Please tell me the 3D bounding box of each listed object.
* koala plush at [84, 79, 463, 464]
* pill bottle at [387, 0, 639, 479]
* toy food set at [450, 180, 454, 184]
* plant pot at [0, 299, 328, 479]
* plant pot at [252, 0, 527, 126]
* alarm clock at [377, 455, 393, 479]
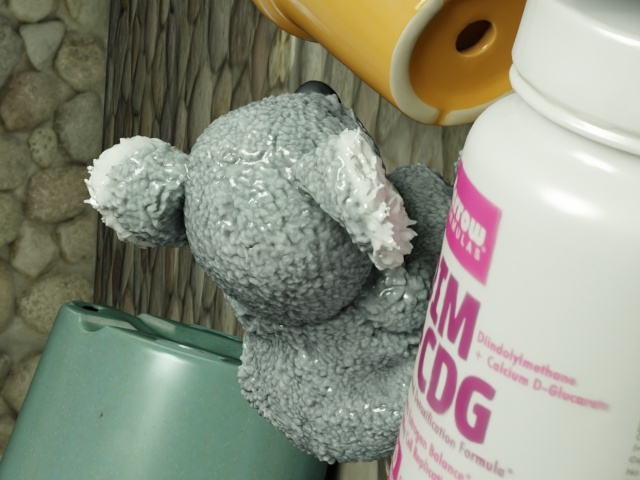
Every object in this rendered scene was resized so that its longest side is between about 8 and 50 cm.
[{"bbox_3d":[0.000,0.000,0.897,0.221,0.196,0.203,43,-124,-60],"label":"koala plush"},{"bbox_3d":[0.132,0.025,0.790,0.160,0.160,0.283,-116,33,-60],"label":"pill bottle"},{"bbox_3d":[0.072,0.027,1.067,0.218,0.071,0.128,-47,-2,1],"label":"toy food set"},{"bbox_3d":[-0.147,0.243,1.457,0.341,0.341,0.334,-159,84,-74],"label":"plant pot"},{"bbox_3d":[0.061,-0.179,1.075,0.188,0.205,0.205,58,145,38],"label":"plant pot"},{"bbox_3d":[0.078,0.137,1.141,0.129,0.064,0.192,-109,30,-54],"label":"alarm clock"}]
